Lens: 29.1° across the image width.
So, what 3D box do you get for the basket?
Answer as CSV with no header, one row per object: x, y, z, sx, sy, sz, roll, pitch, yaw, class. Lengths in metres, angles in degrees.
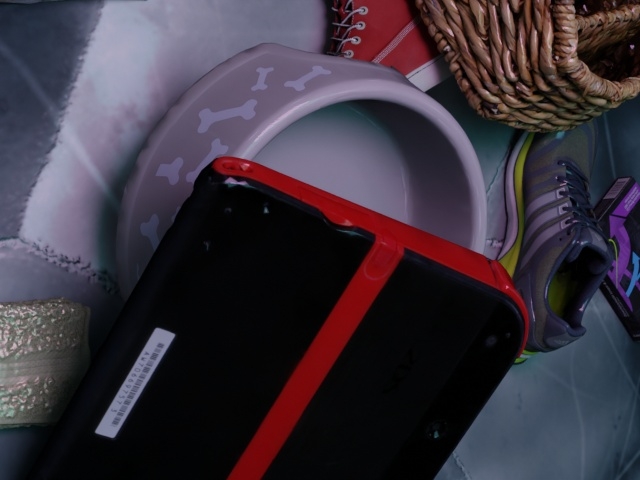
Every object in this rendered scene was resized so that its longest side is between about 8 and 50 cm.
0.276,-0.246,1.236,0.299,0.223,0.213,-18,79,-50,basket

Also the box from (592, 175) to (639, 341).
0.371,0.022,1.459,0.116,0.029,0.162,-47,113,-28,box

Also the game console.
-0.037,0.144,1.030,0.342,0.060,0.386,22,109,-28,game console

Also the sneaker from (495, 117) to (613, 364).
0.265,-0.012,1.330,0.111,0.121,0.300,21,74,-32,sneaker

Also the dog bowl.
0.000,0.000,1.091,0.348,0.102,0.349,-12,113,-30,dog bowl

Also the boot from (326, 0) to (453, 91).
0.020,-0.196,1.201,0.244,0.088,0.176,-39,106,-38,boot

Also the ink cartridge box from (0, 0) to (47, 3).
-0.234,-0.278,1.065,0.179,0.045,0.145,-9,91,-54,ink cartridge box

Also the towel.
-0.256,0.102,1.012,0.148,0.027,0.110,-1,86,-35,towel
